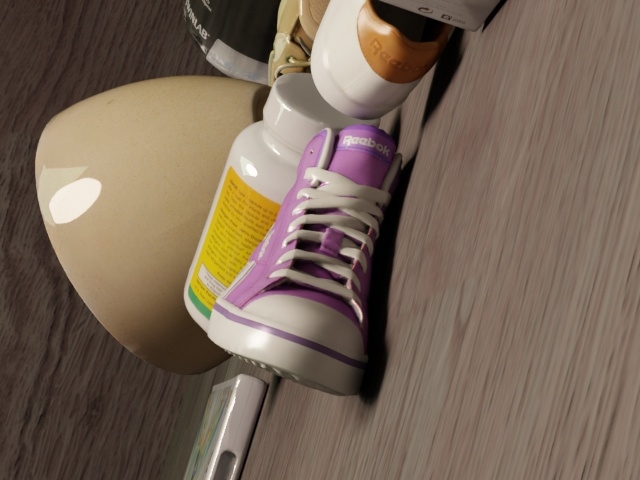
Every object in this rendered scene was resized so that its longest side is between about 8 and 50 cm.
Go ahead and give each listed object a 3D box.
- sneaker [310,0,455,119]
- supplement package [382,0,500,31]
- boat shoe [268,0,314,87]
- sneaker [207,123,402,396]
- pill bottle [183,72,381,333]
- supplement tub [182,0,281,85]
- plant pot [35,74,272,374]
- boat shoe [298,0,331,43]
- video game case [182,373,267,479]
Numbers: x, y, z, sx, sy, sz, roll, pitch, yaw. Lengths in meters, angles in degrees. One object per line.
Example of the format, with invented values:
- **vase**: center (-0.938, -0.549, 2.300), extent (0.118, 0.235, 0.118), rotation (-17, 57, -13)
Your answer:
- **sneaker**: center (0.076, -0.229, 1.088), extent (0.123, 0.106, 0.290), rotation (-34, 42, 60)
- **supplement package**: center (0.073, -0.234, 0.861), extent (0.244, 0.134, 0.139), rotation (127, 159, -73)
- **boat shoe**: center (0.000, -0.151, 1.540), extent (0.285, 0.104, 0.089), rotation (98, 180, -56)
- **sneaker**: center (-0.001, 0.000, 1.041), extent (0.282, 0.102, 0.161), rotation (-104, 35, -79)
- **pill bottle**: center (-0.027, -0.022, 1.247), extent (0.117, 0.117, 0.208), rotation (-82, 11, -60)
- **supplement tub**: center (-0.016, -0.339, 1.675), extent (0.338, 0.207, 0.207), rotation (115, 171, -47)
- **plant pot**: center (-0.097, -0.043, 1.468), extent (0.191, 0.284, 0.284), rotation (-29, 27, 24)
- **boat shoe**: center (0.061, -0.278, 1.331), extent (0.092, 0.103, 0.285), rotation (110, -179, -78)
- **video game case**: center (-0.133, 0.295, 1.696), extent (0.329, 0.036, 0.300), rotation (137, 150, -79)
